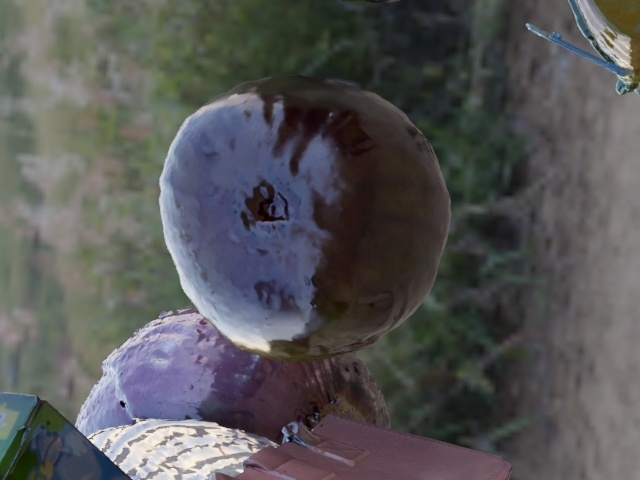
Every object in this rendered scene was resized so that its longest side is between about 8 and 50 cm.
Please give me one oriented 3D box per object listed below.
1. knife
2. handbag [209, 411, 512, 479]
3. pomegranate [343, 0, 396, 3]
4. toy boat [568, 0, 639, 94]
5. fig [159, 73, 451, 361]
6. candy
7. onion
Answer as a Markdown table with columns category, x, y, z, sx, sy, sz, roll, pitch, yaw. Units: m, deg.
| category | x | y | z | sx | sy | sz | roll | pitch | yaw |
| --- | --- | --- | --- | --- | --- | --- | --- | --- | --- |
| knife | 0.218 | -0.164 | 1.692 | 0.010 | 0.096 | 0.027 | -63 | -8 | 10 |
| handbag | 0.018 | 0.174 | 1.258 | 0.212 | 0.157 | 0.059 | -25 | -54 | -62 |
| pomegranate | 0.030 | -0.224 | 1.345 | 0.163 | 0.138 | 0.125 | -43 | -22 | -82 |
| toy boat | 0.277 | -0.255 | 1.944 | 0.088 | 0.089 | 0.229 | 105 | 149 | -72 |
| fig | 0.000 | 0.000 | 1.526 | 0.321 | 0.217 | 0.217 | 50 | -137 | -75 |
| candy | -0.160 | 0.186 | 1.256 | 0.062 | 0.194 | 0.097 | 3 | 55 | 40 |
| onion | -0.096 | 0.148 | 1.720 | 0.348 | 0.267 | 0.159 | -13 | 52 | 40 |
